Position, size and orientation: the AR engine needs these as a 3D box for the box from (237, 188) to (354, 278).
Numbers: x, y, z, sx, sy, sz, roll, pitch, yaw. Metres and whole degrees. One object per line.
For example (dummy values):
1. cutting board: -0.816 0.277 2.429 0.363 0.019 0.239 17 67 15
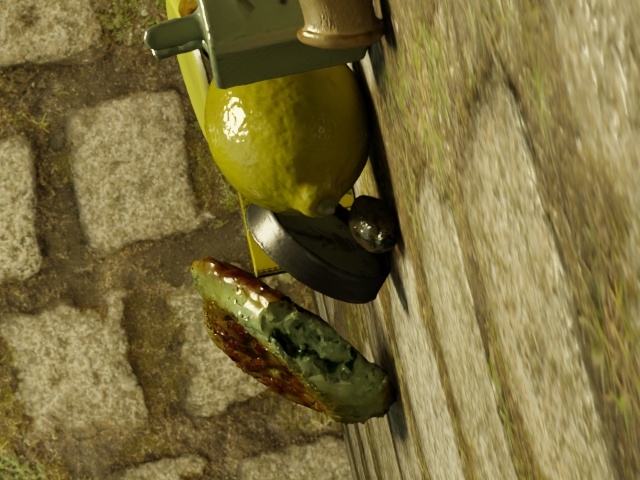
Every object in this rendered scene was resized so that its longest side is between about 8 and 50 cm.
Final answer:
1. box: -0.040 -0.098 2.259 0.041 0.153 0.279 -120 19 -77

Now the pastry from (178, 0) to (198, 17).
1. pastry: -0.092 -0.314 2.135 0.188 0.189 0.103 86 180 -65

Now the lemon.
1. lemon: -0.035 -0.122 1.873 0.184 0.184 0.248 83 175 -55

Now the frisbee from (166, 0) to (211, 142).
1. frisbee: -0.171 -0.230 2.285 0.236 0.017 0.236 162 90 -83

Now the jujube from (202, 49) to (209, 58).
1. jujube: -0.101 -0.321 2.394 0.255 0.190 0.190 58 -170 -37

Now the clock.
1. clock: 0.000 0.000 1.954 0.040 0.184 0.184 -55 26 22

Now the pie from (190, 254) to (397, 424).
1. pie: -0.040 0.147 2.294 0.355 0.103 0.288 39 167 -19

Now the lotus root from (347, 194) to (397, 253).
1. lotus root: 0.058 -0.016 1.844 0.099 0.049 0.054 -121 21 -61

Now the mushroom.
1. mushroom: -0.003 -0.294 1.542 0.108 0.096 0.247 -2 104 61

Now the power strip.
1. power strip: -0.072 -0.241 1.702 0.139 0.224 0.140 97 161 -80
